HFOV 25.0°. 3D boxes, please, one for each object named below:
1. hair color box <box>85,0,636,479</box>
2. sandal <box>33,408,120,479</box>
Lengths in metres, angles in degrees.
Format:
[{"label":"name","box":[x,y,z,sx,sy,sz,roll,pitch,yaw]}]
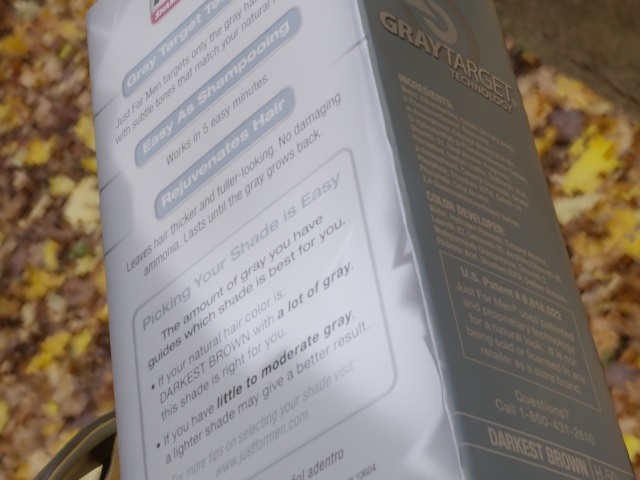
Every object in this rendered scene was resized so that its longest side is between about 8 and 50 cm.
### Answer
[{"label":"hair color box","box":[0.000,0.000,0.645,0.185,0.113,0.374,-37,48,33]},{"label":"sandal","box":[-0.133,0.142,0.946,0.180,0.049,0.072,-35,-13,-35]}]
